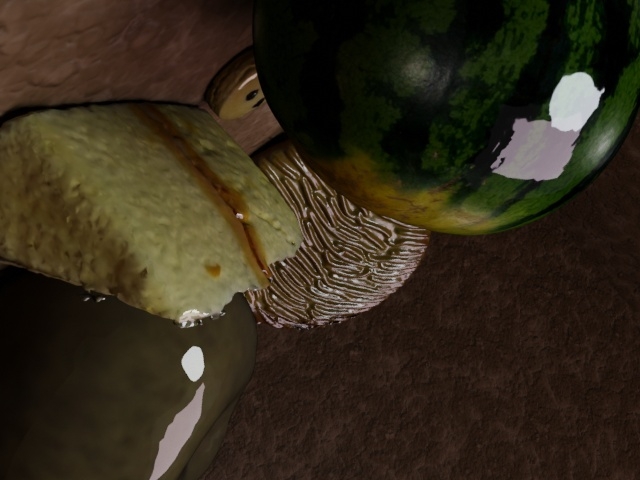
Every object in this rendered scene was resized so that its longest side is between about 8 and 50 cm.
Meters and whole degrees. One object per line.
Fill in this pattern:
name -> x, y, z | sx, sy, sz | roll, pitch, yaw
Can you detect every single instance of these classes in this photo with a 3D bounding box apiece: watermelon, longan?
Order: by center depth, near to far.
watermelon -> 0.082, -0.129, 0.484 | 0.269, 0.269, 0.269 | -38, 173, -5
longan -> -0.219, 0.146, 0.754 | 0.350, 0.288, 0.288 | -52, 169, 22

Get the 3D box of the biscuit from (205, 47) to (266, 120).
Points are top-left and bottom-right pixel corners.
biscuit -> -0.002, -0.185, 0.651 | 0.234, 0.030, 0.153 | -39, 172, -2

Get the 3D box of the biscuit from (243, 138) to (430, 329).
biscuit -> 0.000, 0.000, 0.975 | 0.318, 0.040, 0.317 | -9, 130, -11

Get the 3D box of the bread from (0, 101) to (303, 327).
bread -> -0.131, -0.001, 0.564 | 0.135, 0.178, 0.240 | -43, 174, 24
